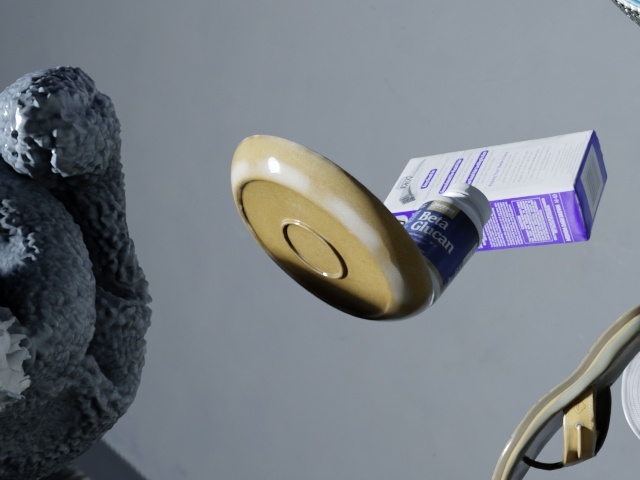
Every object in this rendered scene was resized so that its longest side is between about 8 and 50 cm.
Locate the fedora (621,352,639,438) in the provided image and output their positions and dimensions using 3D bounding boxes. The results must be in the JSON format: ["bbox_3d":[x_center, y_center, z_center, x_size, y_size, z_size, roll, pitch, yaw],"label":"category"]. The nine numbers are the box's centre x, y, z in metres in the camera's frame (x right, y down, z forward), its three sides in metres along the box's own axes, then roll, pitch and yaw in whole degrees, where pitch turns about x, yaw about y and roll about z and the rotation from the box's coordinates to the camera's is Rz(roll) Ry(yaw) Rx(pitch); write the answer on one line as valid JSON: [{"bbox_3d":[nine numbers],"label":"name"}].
[{"bbox_3d":[0.614,0.226,1.455,0.275,0.124,0.244,9,69,21],"label":"fedora"}]

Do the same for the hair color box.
[{"bbox_3d":[0.287,-0.073,1.559,0.338,0.185,0.110,-5,123,31],"label":"hair color box"}]

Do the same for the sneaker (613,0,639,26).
[{"bbox_3d":[0.372,-0.307,1.097,0.073,0.063,0.162,-45,43,21],"label":"sneaker"}]

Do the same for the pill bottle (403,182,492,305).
[{"bbox_3d":[0.151,0.001,1.205,0.094,0.169,0.094,28,144,22],"label":"pill bottle"}]

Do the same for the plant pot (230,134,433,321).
[{"bbox_3d":[0.000,0.000,0.882,0.236,0.032,0.236,34,156,18],"label":"plant pot"}]

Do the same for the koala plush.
[{"bbox_3d":[-0.179,0.040,0.402,0.196,0.221,0.203,-16,97,6],"label":"koala plush"}]

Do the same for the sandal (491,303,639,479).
[{"bbox_3d":[0.181,0.119,0.641,0.180,0.072,0.049,-49,65,11],"label":"sandal"}]
